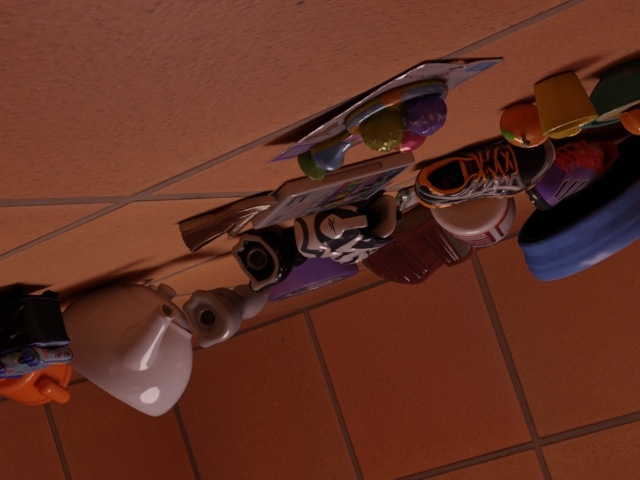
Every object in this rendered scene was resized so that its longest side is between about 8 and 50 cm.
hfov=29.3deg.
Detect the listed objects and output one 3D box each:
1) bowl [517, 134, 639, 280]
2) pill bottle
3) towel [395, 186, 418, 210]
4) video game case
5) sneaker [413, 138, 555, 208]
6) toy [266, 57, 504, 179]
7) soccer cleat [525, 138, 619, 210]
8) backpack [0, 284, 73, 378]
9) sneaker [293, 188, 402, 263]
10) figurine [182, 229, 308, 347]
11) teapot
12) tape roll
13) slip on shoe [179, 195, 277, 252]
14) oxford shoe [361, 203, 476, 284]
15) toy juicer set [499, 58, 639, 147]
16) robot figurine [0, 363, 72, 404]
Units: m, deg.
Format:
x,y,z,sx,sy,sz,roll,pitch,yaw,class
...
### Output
x,y,z,sx,sy,sz,roll,pitch,yaw,class
0.513,-0.081,2.146,0.391,0.077,0.391,-37,-173,6,bowl
0.245,-0.054,1.938,0.121,0.121,0.221,-19,169,11,pill bottle
0.202,-0.088,2.049,0.152,0.023,0.113,-18,175,-3,towel
0.013,-0.068,1.683,0.184,0.023,0.201,-16,172,-20,video game case
0.238,-0.101,1.788,0.215,0.084,0.083,-20,166,9,sneaker
0.070,-0.115,1.271,0.237,0.056,0.137,-24,173,42,toy
0.402,-0.123,2.011,0.116,0.108,0.318,-34,170,25,soccer cleat
-0.460,0.141,1.740,0.173,0.116,0.158,-16,173,6,backpack
0.080,-0.022,1.940,0.153,0.094,0.235,-12,168,31,sneaker
-0.106,0.069,2.008,0.215,0.092,0.209,-48,169,20,figurine
-0.299,0.151,1.987,0.187,0.256,0.252,-56,146,-5,teapot
-0.025,0.054,2.396,0.189,0.080,0.189,-17,174,-2,tape roll
-0.118,-0.023,1.610,0.135,0.041,0.051,-19,174,4,slip on shoe
0.192,-0.010,2.230,0.348,0.123,0.130,-15,-148,55,oxford shoe
0.382,-0.167,1.561,0.329,0.089,0.209,-16,173,-23,toy juicer set
-0.490,0.199,2.013,0.158,0.128,0.219,0,162,13,robot figurine
